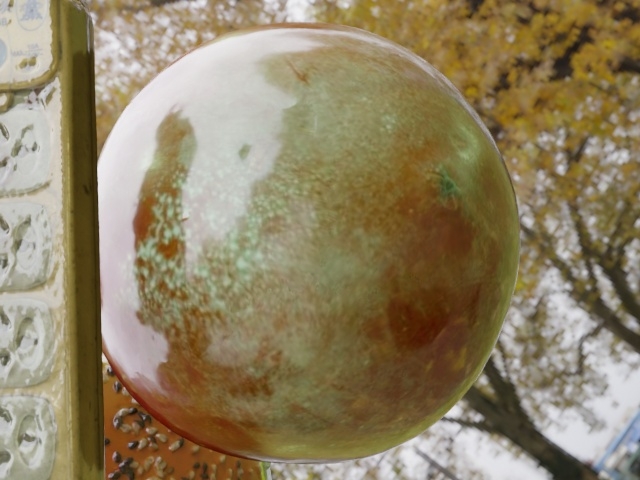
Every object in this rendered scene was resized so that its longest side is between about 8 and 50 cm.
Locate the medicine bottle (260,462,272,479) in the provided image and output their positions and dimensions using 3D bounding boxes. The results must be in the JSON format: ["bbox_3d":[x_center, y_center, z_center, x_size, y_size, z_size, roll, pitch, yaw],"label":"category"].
[{"bbox_3d":[-0.171,0.319,1.315,0.141,0.250,0.137,113,148,-88],"label":"medicine bottle"}]

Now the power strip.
[{"bbox_3d":[-0.144,-0.003,0.559,0.044,0.064,0.305,24,-117,-74],"label":"power strip"}]

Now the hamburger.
[{"bbox_3d":[-0.187,0.234,1.029,0.300,0.300,0.176,-37,12,-36],"label":"hamburger"}]

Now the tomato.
[{"bbox_3d":[0.000,0.000,0.680,0.222,0.270,0.270,-19,6,43],"label":"tomato"}]
